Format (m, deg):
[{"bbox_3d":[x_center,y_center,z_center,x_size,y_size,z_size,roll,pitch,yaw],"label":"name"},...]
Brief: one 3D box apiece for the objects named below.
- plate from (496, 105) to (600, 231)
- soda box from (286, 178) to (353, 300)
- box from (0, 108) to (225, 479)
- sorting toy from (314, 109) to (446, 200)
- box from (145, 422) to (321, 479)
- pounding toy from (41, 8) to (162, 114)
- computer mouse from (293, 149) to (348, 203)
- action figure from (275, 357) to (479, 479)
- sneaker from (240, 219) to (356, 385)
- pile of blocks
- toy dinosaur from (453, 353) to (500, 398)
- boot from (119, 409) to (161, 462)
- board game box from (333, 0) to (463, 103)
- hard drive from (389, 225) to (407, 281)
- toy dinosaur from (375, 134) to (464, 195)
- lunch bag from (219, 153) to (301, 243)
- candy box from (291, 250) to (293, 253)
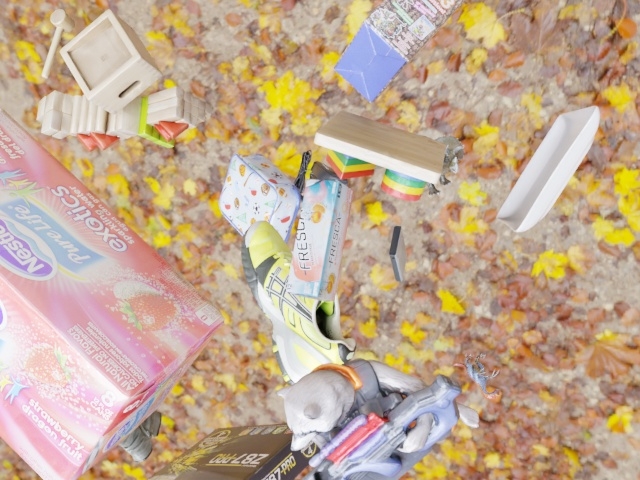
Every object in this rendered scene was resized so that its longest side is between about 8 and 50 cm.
[{"bbox_3d":[0.477,-0.142,1.290,0.045,0.278,0.277,30,100,2],"label":"plate"},{"bbox_3d":[0.000,0.000,0.958,0.058,0.063,0.183,6,82,28],"label":"soda box"},{"bbox_3d":[-0.257,0.042,0.542,0.300,0.142,0.154,43,119,5],"label":"box"},{"bbox_3d":[0.128,-0.178,1.319,0.257,0.255,0.089,20,115,6],"label":"sorting toy"},{"bbox_3d":[-0.236,0.587,1.561,0.394,0.318,0.097,-17,98,40],"label":"box"},{"bbox_3d":[-0.434,-0.349,1.175,0.181,0.094,0.206,-36,74,8],"label":"pounding toy"},{"bbox_3d":[-0.018,-0.184,2.095,0.262,0.060,0.184,40,121,41],"label":"computer mouse"},{"bbox_3d":[0.040,0.271,0.815,0.341,0.178,0.330,-39,135,6],"label":"action figure"},{"bbox_3d":[-0.040,0.110,1.243,0.147,0.145,0.385,-38,63,24],"label":"sneaker"},{"bbox_3d":[-0.410,-0.232,1.272,0.362,0.149,0.113,1,78,8],"label":"pile of blocks"},{"bbox_3d":[0.271,0.232,1.036,0.047,0.082,0.090,8,146,-17],"label":"toy dinosaur"},{"bbox_3d":[-0.433,0.380,1.448,0.083,0.247,0.161,-10,138,25],"label":"boot"},{"bbox_3d":[0.202,-0.532,1.563,0.141,0.291,0.232,42,158,-4],"label":"board game box"},{"bbox_3d":[0.211,0.037,1.664,0.022,0.094,0.135,3,147,18],"label":"hard drive"},{"bbox_3d":[0.261,-0.214,1.590,0.313,0.121,0.160,24,131,44],"label":"toy dinosaur"},{"bbox_3d":[-0.194,-0.116,1.878,0.303,0.114,0.243,45,127,39],"label":"lunch bag"},{"bbox_3d":[-0.022,0.108,2.022,0.164,0.070,0.196,13,165,6],"label":"candy box"}]
